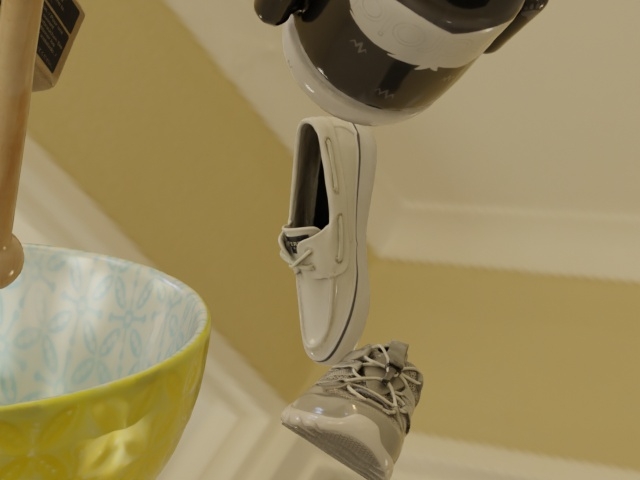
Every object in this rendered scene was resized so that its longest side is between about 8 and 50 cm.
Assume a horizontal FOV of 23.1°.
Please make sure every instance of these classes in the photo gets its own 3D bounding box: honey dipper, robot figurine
[{"bbox_3d":[-0.076,-0.043,0.384,0.030,0.030,0.161,30,-43,9],"label":"honey dipper"},{"bbox_3d":[0.074,-0.218,1.377,0.209,0.173,0.278,39,-34,-2],"label":"robot figurine"}]

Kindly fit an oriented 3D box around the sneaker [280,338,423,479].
[{"bbox_3d":[0.036,0.134,1.382,0.105,0.115,0.281,33,1,-2],"label":"sneaker"}]

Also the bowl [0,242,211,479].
[{"bbox_3d":[-0.204,0.110,0.831,0.289,0.289,0.156,15,-71,36],"label":"bowl"}]

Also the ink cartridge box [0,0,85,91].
[{"bbox_3d":[-0.327,-0.194,1.176,0.234,0.088,0.193,-3,-39,27],"label":"ink cartridge box"}]

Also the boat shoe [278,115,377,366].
[{"bbox_3d":[0.000,0.000,1.663,0.088,0.267,0.096,4,6,-39],"label":"boat shoe"}]
